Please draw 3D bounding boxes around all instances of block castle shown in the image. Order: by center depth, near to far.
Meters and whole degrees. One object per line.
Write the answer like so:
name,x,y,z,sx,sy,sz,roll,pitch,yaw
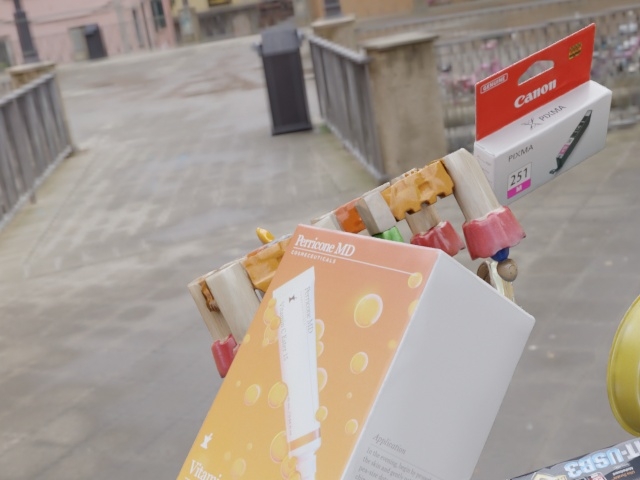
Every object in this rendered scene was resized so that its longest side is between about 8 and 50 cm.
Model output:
block castle,0.046,0.060,1.452,0.453,0.213,0.303,-28,3,-16

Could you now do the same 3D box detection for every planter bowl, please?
planter bowl,0.463,0.156,1.219,0.217,0.217,0.090,-18,20,-29

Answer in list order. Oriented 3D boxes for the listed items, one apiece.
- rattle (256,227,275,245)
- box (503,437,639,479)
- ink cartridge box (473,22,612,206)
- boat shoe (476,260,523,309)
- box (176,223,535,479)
rattle,0.000,0.000,1.835,0.199,0.130,0.143,-36,50,17
box,0.364,0.401,1.330,0.295,0.293,0.073,-12,40,-20
ink cartridge box,0.379,-0.206,1.671,0.275,0.239,0.060,-29,48,-21
boat shoe,0.321,0.125,1.712,0.072,0.190,0.068,8,-23,-19
box,0.024,0.181,0.968,0.168,0.345,0.215,34,-15,-38
